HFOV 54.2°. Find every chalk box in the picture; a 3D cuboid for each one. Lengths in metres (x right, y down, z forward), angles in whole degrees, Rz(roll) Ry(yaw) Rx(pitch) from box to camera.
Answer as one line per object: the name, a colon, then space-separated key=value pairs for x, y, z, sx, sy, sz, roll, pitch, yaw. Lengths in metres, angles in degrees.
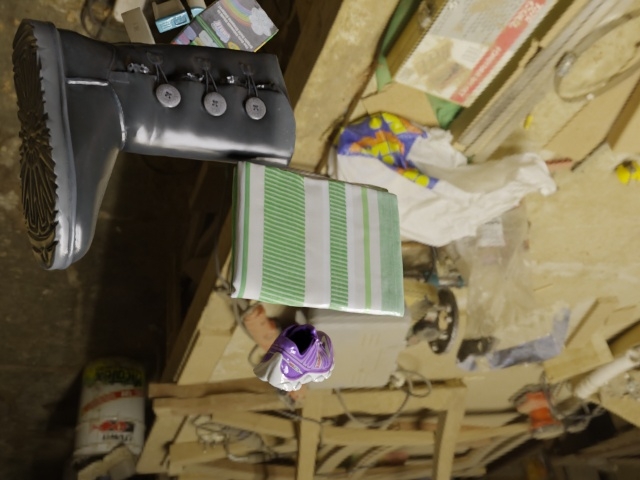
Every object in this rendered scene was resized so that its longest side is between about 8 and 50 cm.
chalk box: x=-0.221 y=-0.428 z=1.351 sx=0.132 sy=0.213 sz=0.132 roll=50 pitch=144 yaw=-17

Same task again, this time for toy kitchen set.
toy kitchen set: x=-0.377 y=-0.526 z=1.623 sx=0.207 sy=0.122 sz=0.166 roll=-22 pitch=163 yaw=-4

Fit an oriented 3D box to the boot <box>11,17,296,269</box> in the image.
boot: x=-0.242 y=-0.149 z=1.029 sx=0.445 sy=0.367 sz=0.146 roll=-3 pitch=179 yaw=-43

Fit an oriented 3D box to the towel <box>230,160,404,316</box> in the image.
towel: x=0.000 y=0.000 z=1.097 sx=0.324 sy=0.248 sz=0.038 roll=8 pitch=160 yaw=-26

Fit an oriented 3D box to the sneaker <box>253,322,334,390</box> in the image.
sneaker: x=-0.016 y=0.132 z=0.761 sx=0.071 sy=0.068 sz=0.170 roll=-65 pitch=165 yaw=9
